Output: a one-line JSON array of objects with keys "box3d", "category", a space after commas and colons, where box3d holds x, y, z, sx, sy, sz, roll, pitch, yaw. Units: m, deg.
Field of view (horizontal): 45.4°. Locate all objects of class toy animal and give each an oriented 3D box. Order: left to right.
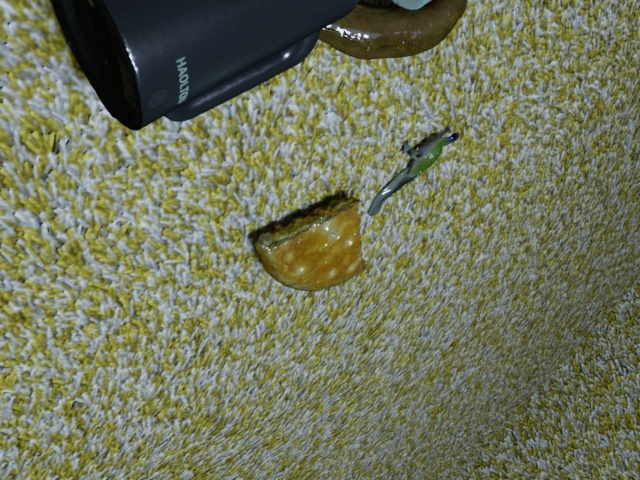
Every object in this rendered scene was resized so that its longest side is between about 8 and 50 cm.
[{"box3d": [0.155, -0.131, 1.361, 0.217, 0.041, 0.075, -42, 144, 3], "category": "toy animal"}]

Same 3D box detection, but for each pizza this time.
[{"box3d": [0.000, 0.000, 1.320, 0.292, 0.058, 0.197, 11, 116, -50], "category": "pizza"}]

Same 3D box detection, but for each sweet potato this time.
[{"box3d": [0.089, -0.318, 1.101, 0.285, 0.085, 0.112, -11, 98, -23], "category": "sweet potato"}]

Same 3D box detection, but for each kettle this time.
[{"box3d": [-0.111, -0.253, 0.859, 0.308, 0.203, 0.262, -31, 128, -23], "category": "kettle"}]

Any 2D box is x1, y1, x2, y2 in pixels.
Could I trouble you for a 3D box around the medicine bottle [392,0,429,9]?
[{"box3d": [0.213, -0.454, 1.014, 0.318, 0.158, 0.158, -35, 142, -13], "category": "medicine bottle"}]
